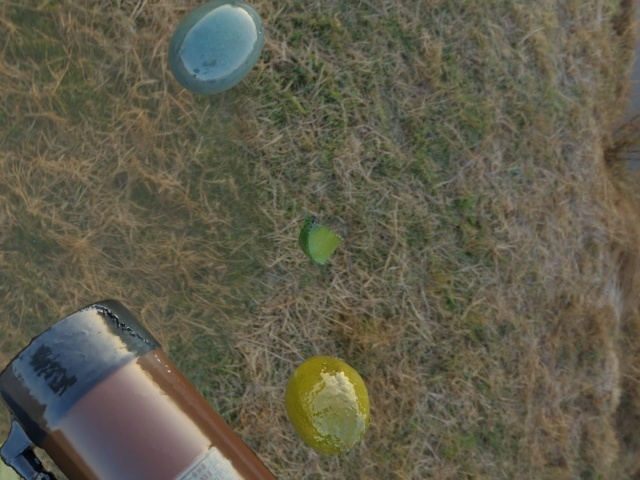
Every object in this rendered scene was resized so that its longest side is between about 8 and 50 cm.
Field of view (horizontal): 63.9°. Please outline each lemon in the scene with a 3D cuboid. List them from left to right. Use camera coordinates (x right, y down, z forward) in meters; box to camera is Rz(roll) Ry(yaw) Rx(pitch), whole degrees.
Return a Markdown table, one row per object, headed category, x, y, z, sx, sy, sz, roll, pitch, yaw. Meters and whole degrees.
| category | x | y | z | sx | sy | sz | roll | pitch | yaw |
| --- | --- | --- | --- | --- | --- | --- | --- | --- | --- |
| lemon | 0.017 | 0.394 | 1.246 | 0.204 | 0.260 | 0.204 | -15 | 138 | -14 |

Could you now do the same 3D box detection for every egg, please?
| category | x | y | z | sx | sy | sz | roll | pitch | yaw |
| --- | --- | --- | --- | --- | --- | --- | --- | --- | --- |
| egg | -0.222 | -0.419 | 1.108 | 0.169 | 0.169 | 0.236 | 44 | 80 | -22 |

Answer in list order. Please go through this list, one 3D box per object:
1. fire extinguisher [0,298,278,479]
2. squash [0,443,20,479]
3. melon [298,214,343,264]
| category | x | y | z | sx | sy | sz | roll | pitch | yaw |
| --- | --- | --- | --- | --- | --- | --- | --- | --- | --- |
| fire extinguisher | -0.102 | 0.238 | 0.399 | 0.376 | 0.113 | 0.200 | 44 | 102 | 8 |
| squash | -0.529 | 0.384 | 0.766 | 0.123 | 0.170 | 0.170 | -12 | 96 | -20 |
| melon | 0.000 | -0.001 | 1.301 | 0.114 | 0.262 | 0.053 | -24 | 69 | 0 |
